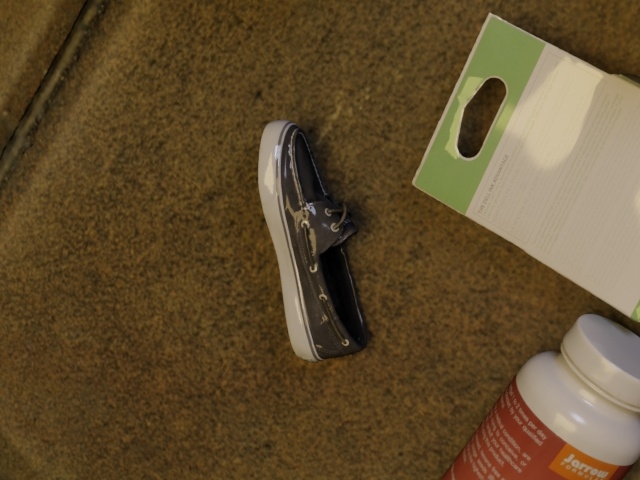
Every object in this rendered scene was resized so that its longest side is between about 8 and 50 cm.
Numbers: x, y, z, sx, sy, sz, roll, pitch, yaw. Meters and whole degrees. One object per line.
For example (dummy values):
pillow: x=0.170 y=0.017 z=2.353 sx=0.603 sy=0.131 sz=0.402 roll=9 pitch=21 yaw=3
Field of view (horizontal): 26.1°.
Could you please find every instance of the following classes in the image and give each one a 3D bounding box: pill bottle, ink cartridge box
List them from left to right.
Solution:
pill bottle: x=0.194 y=0.172 z=1.151 sx=0.121 sy=0.121 sz=0.216 roll=40 pitch=115 yaw=20
ink cartridge box: x=0.212 y=-0.063 z=1.147 sx=0.235 sy=0.056 sz=0.171 roll=33 pitch=112 yaw=26

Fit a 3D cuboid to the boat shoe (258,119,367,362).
boat shoe: x=0.000 y=0.000 z=1.268 sx=0.076 sy=0.080 sz=0.228 roll=-5 pitch=95 yaw=25
